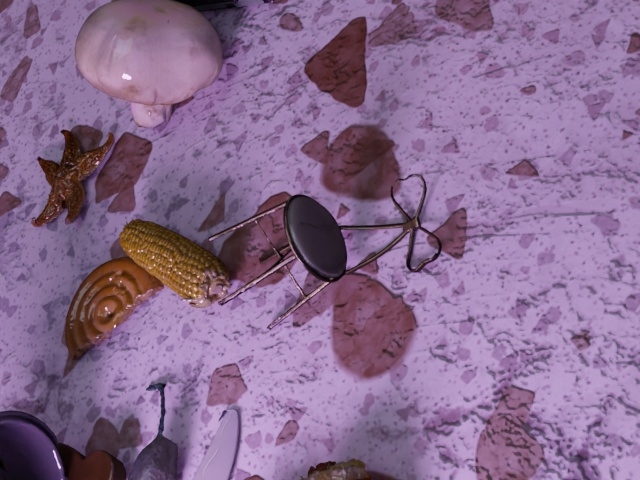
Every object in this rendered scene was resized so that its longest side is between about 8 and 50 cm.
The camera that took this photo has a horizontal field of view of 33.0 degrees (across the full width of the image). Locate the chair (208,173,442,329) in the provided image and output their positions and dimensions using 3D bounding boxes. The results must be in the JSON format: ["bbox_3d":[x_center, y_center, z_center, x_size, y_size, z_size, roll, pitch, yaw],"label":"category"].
[{"bbox_3d":[0.000,0.000,1.652,0.326,0.170,0.159,-28,54,29],"label":"chair"}]

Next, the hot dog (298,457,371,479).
[{"bbox_3d":[0.033,0.407,1.486,0.146,0.103,0.213,-16,69,3],"label":"hot dog"}]

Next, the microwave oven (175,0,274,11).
[{"bbox_3d":[-0.247,-0.539,2.004,0.295,0.237,0.181,0,71,29],"label":"microwave oven"}]

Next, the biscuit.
[{"bbox_3d":[-0.384,0.103,1.937,0.224,0.033,0.144,-37,54,14],"label":"biscuit"}]

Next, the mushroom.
[{"bbox_3d":[-0.312,-0.320,1.981,0.260,0.234,0.254,18,35,13],"label":"mushroom"}]

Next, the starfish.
[{"bbox_3d":[-0.492,-0.129,2.108,0.240,0.043,0.227,-41,54,9],"label":"starfish"}]

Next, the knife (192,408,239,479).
[{"bbox_3d":[-0.202,0.418,1.672,0.081,0.043,0.336,22,82,40],"label":"knife"}]

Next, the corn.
[{"bbox_3d":[-0.252,0.033,1.843,0.260,0.091,0.091,29,106,39],"label":"corn"}]

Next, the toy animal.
[{"bbox_3d":[-0.266,0.332,1.727,0.079,0.070,0.253,-7,57,13],"label":"toy animal"}]

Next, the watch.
[{"bbox_3d":[-0.525,0.441,1.693,0.314,0.327,0.335,-8,66,31],"label":"watch"}]
